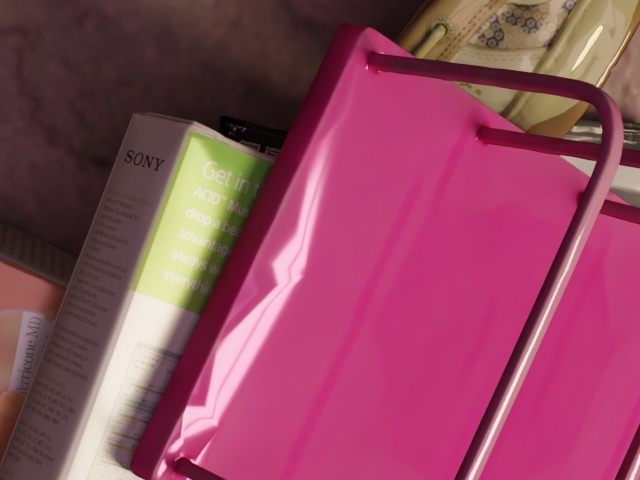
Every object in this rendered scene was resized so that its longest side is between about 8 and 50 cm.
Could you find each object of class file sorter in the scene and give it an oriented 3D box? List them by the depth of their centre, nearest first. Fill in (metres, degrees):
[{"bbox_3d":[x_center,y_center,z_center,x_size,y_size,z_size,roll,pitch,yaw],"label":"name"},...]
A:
[{"bbox_3d":[0.118,0.075,0.804,0.291,0.182,0.202,30,82,-35],"label":"file sorter"}]

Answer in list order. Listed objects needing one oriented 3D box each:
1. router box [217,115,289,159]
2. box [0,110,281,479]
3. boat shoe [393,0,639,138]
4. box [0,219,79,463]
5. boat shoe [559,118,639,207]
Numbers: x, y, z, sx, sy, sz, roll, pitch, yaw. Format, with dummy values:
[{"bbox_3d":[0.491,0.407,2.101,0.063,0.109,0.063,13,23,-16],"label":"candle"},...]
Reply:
[{"bbox_3d":[0.000,0.000,0.941,0.122,0.038,0.092,14,97,-9],"label":"router box"},{"bbox_3d":[-0.034,0.132,0.859,0.232,0.058,0.322,23,88,-35],"label":"box"},{"bbox_3d":[0.132,-0.182,0.885,0.089,0.104,0.285,28,84,-5],"label":"boat shoe"},{"bbox_3d":[-0.142,0.070,0.909,0.170,0.091,0.130,25,96,-11],"label":"box"},{"bbox_3d":[0.100,-0.049,0.945,0.142,0.049,0.040,13,78,-10],"label":"boat shoe"}]
